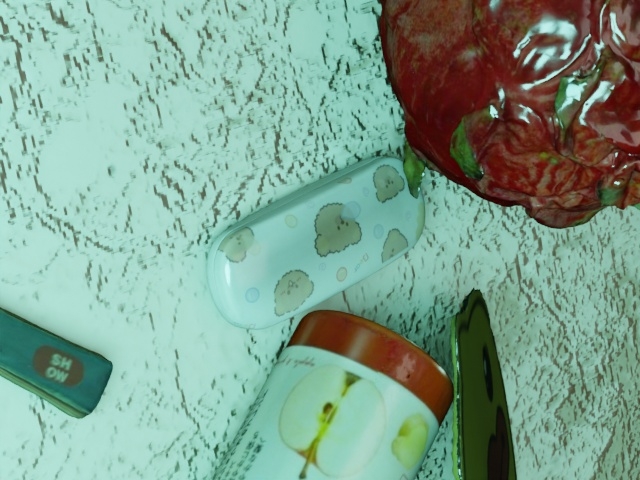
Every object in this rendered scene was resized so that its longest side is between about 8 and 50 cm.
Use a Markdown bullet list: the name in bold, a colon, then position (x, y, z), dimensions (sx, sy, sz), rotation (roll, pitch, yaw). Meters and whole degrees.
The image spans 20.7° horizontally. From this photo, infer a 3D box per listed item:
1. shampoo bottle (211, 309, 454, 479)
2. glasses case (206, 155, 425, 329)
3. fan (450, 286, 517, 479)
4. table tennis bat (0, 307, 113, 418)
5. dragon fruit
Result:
- **shampoo bottle**: position (-0.027, 0.180, 0.988), dimensions (0.104, 0.104, 0.278), rotation (43, 65, -33)
- **glasses case**: position (0.000, 0.000, 1.045), dimensions (0.164, 0.041, 0.063), rotation (-27, 109, -37)
- **fan**: position (0.111, 0.175, 1.103), dimensions (0.229, 0.011, 0.335), rotation (-78, 158, -50)
- **table tennis bat**: position (-0.227, 0.015, 0.867), dimensions (0.301, 0.022, 0.173), rotation (34, 70, -34)
- **dragon fruit**: position (0.155, -0.130, 1.054), dimensions (0.244, 0.244, 0.299), rotation (54, 25, -28)
